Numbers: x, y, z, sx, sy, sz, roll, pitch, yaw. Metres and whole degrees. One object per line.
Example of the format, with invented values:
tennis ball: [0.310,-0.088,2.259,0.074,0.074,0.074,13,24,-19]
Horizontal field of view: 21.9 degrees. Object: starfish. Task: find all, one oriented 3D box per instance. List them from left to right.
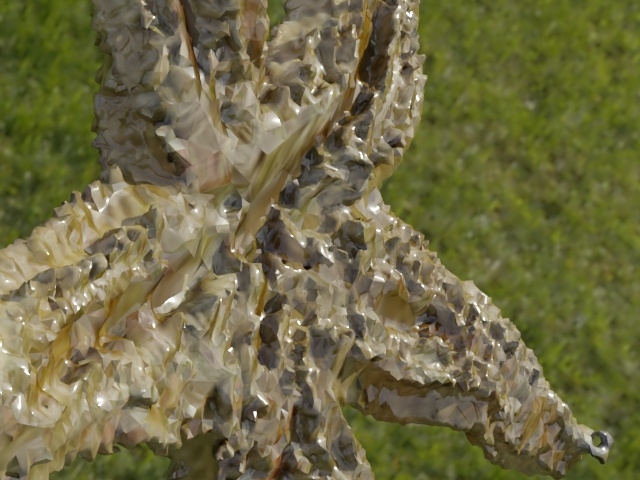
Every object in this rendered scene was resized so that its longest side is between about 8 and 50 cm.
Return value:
starfish: [-0.004,0.001,0.437,0.302,0.060,0.299,64,36,-28]
